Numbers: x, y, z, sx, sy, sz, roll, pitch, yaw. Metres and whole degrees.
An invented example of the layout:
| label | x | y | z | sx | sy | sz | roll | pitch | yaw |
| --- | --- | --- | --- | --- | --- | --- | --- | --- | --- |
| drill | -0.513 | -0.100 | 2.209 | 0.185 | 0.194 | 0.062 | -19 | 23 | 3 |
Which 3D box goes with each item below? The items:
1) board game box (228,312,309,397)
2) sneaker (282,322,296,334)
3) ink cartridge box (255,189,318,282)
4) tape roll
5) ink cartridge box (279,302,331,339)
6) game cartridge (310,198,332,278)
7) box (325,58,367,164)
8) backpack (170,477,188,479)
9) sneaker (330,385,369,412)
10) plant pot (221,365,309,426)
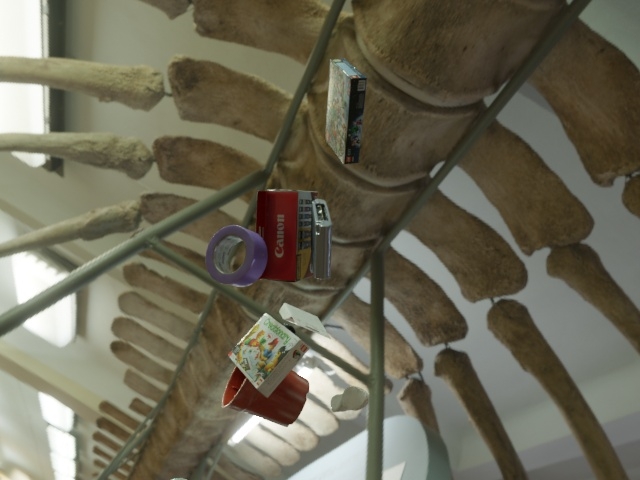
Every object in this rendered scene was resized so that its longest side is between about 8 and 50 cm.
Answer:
| label | x | y | z | sx | sy | sz | roll | pitch | yaw |
| --- | --- | --- | --- | --- | --- | --- | --- | --- | --- |
| board game box | -0.172 | 0.355 | 1.703 | 0.053 | 0.193 | 0.305 | 48 | -14 | -24 |
| sneaker | -0.129 | 0.352 | 1.977 | 0.152 | 0.084 | 0.058 | -140 | -147 | -69 |
| ink cartridge box | -0.113 | -0.019 | 1.850 | 0.130 | 0.272 | 0.310 | 3 | -85 | 19 |
| tape roll | -0.268 | 0.051 | 1.703 | 0.188 | 0.189 | 0.080 | 5 | -10 | 28 |
| ink cartridge box | -0.068 | 0.360 | 2.283 | 0.181 | 0.225 | 0.056 | 27 | -81 | -22 |
| game cartridge | 0.000 | 0.000 | 1.696 | 0.060 | 0.294 | 0.196 | 4 | -70 | -5 |
| box | 0.063 | -0.342 | 1.421 | 0.044 | 0.159 | 0.233 | -9 | -54 | -17 |
| backpack | -0.472 | 0.887 | 1.766 | 0.115 | 0.151 | 0.182 | 0 | -90 | 57 |
| sneaker | 0.121 | 0.543 | 1.821 | 0.094 | 0.080 | 0.212 | 11 | -25 | -25 |
| plant pot | -0.203 | 0.582 | 2.091 | 0.265 | 0.273 | 0.272 | 31 | -39 | -13 |
